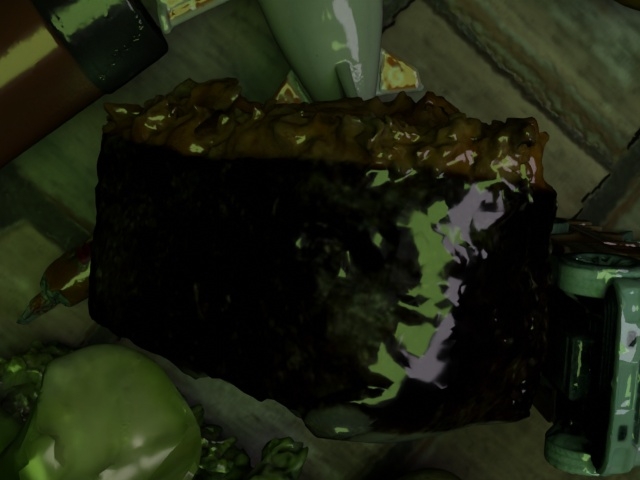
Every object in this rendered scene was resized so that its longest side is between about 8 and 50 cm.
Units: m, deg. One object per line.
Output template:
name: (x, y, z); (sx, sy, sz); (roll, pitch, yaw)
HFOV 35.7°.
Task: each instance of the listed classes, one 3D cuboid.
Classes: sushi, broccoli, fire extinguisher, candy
sushi: (0.000, 0.000, 0.660); (0.348, 0.234, 0.208); (12, 99, 37)
broccoli: (-0.204, 0.166, 0.661); (0.353, 0.397, 0.275); (-24, 76, 5)
fire extinguisher: (-0.310, -0.102, 0.751); (0.376, 0.113, 0.200); (-36, 58, 1)
candy: (-0.171, 0.011, 0.795); (0.182, 0.053, 0.046); (-33, 94, 0)

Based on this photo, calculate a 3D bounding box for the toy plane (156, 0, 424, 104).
toy plane: (-0.002, -0.199, 0.737); (0.244, 0.117, 0.245); (-1, 101, -3)

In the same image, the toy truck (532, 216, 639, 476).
toy truck: (0.223, 0.060, 0.686); (0.184, 0.338, 0.133); (1, 100, -5)

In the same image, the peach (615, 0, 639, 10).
peach: (0.261, -0.285, 0.708); (0.251, 0.153, 0.251); (-6, 108, -19)

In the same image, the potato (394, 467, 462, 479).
potato: (0.071, 0.285, 0.758); (0.143, 0.248, 0.169); (5, 130, 13)
